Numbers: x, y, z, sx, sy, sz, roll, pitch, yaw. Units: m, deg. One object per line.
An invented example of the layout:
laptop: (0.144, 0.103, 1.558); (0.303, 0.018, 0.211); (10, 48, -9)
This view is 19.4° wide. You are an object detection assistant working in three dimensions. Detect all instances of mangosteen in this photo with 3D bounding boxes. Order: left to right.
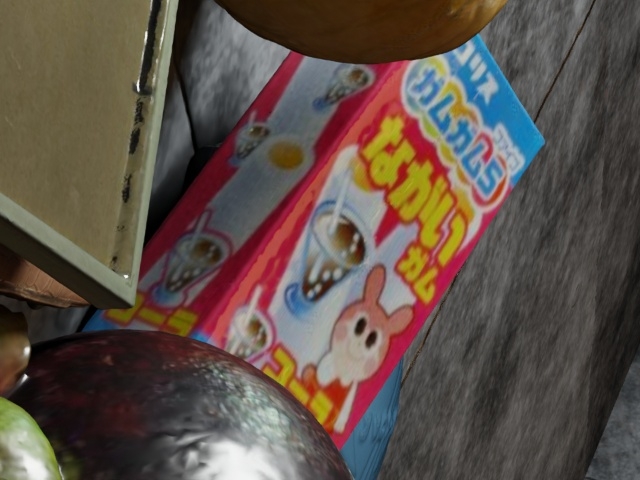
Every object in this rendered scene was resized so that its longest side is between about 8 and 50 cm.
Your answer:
mangosteen: (-0.126, 0.181, 0.839); (0.300, 0.300, 0.300); (17, 90, -72)

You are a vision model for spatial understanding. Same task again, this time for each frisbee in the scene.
frisbee: (0.038, 0.143, 1.543); (0.289, 0.049, 0.289); (13, 90, -82)

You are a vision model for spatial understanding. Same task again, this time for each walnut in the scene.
walnut: (0.024, -0.192, 0.996); (0.195, 0.221, 0.195); (-17, 117, -38)

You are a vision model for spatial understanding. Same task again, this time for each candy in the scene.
candy: (0.001, 0.000, 1.141); (0.306, 0.100, 0.157); (-55, 134, -18)

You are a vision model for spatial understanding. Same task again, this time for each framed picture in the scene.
framed picture: (-0.111, -0.153, 0.778); (0.232, 0.024, 0.315); (45, 49, -62)

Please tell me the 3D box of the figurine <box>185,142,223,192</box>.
figurine: (-0.030, -0.035, 1.224); (0.149, 0.087, 0.086); (-6, 107, -53)

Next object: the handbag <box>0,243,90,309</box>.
handbag: (-0.143, -0.049, 0.872); (0.193, 0.072, 0.151); (33, 74, -70)
